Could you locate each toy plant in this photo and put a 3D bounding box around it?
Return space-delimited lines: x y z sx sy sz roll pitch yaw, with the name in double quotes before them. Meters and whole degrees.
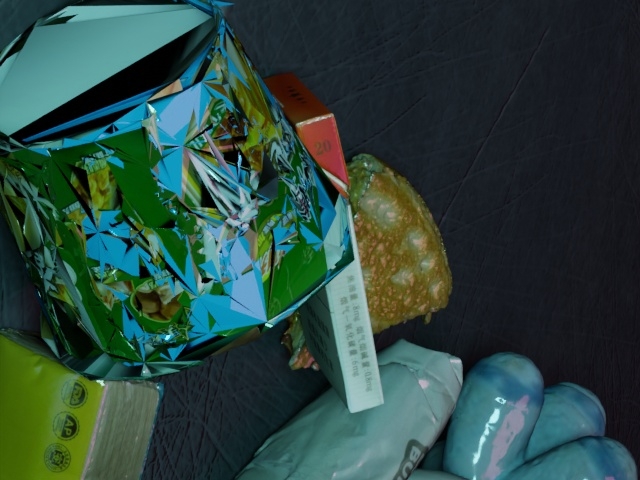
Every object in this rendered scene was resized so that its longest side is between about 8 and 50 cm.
"toy plant" 0.162 0.247 1.796 0.332 0.247 0.247 -41 136 -39

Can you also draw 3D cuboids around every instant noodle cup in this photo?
"instant noodle cup" -0.116 -0.048 1.256 0.240 0.240 0.178 -48 131 -32

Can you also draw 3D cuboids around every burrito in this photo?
"burrito" -0.037 0.249 1.581 0.445 0.139 0.101 -49 125 -32

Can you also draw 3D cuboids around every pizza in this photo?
"pizza" 0.024 0.037 1.647 0.199 0.062 0.188 -46 128 -25

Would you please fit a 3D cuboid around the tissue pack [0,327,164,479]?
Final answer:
"tissue pack" -0.191 0.158 1.325 0.082 0.120 0.169 5 103 -53

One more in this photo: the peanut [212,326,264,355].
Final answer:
"peanut" -0.078 0.016 1.439 0.140 0.109 0.159 -67 162 13

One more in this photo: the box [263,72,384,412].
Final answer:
"box" 0.000 0.000 1.493 0.035 0.139 0.245 -13 110 -10
